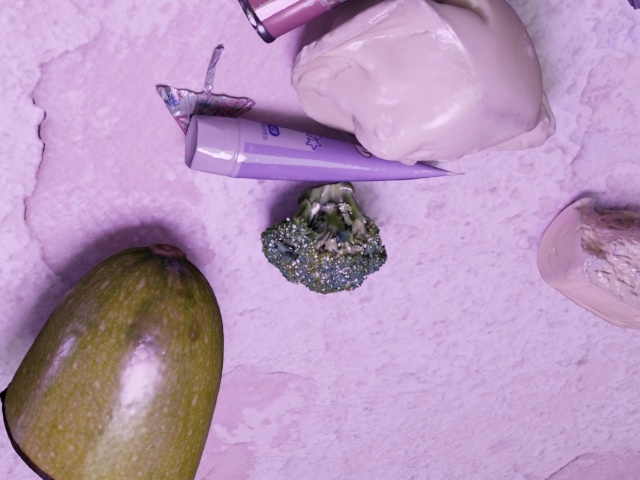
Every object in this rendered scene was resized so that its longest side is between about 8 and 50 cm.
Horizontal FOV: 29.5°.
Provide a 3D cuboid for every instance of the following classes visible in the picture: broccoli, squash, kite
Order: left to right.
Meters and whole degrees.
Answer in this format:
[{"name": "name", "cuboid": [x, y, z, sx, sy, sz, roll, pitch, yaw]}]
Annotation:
[{"name": "squash", "cuboid": [-0.242, 0.165, 1.684, 0.310, 0.310, 0.309, 18, 121, -28]}, {"name": "kite", "cuboid": [-0.149, -0.189, 1.587, 0.139, 0.011, 0.157, 3, 131, -22]}, {"name": "broccoli", "cuboid": [0.000, 0.000, 1.703, 0.195, 0.195, 0.156, -8, 98, -8]}]

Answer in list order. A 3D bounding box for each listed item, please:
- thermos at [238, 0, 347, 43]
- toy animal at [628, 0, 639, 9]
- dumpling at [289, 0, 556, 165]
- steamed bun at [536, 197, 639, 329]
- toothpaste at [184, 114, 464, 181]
[{"name": "thermos", "cuboid": [0.052, -0.362, 1.408, 0.330, 0.109, 0.136, -26, 130, 12]}, {"name": "toy animal", "cuboid": [0.337, -0.425, 1.453, 0.367, 0.081, 0.206, 27, 142, -31]}, {"name": "dumpling", "cuboid": [0.125, -0.203, 1.558, 0.315, 0.233, 0.395, -11, 158, 39]}, {"name": "steamed bun", "cuboid": [0.451, 0.028, 1.834, 0.225, 0.200, 0.170, 27, 80, -31]}, {"name": "toothpaste", "cuboid": [0.004, -0.106, 1.643, 0.371, 0.125, 0.080, 8, 87, -19]}]
